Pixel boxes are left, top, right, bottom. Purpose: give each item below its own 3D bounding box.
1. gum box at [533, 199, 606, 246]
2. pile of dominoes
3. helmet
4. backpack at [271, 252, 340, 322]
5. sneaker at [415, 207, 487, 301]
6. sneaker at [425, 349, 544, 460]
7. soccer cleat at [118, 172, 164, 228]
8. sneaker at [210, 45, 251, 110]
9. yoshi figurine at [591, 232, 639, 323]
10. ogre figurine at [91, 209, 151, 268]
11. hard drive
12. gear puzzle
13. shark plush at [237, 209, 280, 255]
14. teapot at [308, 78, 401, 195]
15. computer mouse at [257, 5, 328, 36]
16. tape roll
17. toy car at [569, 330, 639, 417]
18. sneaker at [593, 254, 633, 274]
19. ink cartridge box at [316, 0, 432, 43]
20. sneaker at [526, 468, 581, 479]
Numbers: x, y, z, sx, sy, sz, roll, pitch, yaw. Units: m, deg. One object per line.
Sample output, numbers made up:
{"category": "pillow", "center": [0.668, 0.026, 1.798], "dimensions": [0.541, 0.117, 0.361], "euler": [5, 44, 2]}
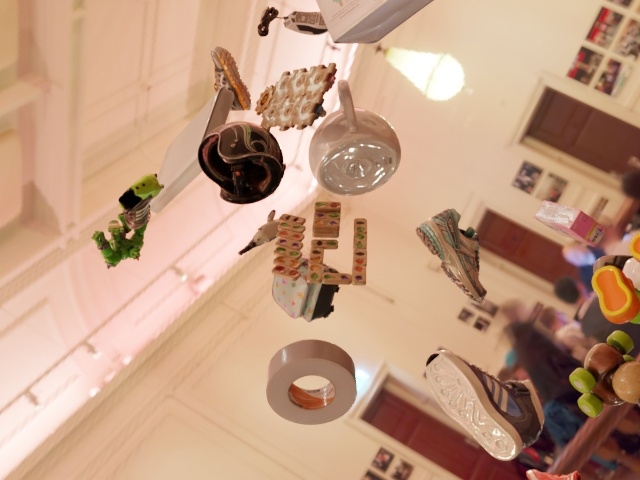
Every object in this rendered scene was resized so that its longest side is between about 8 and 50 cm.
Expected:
{"category": "gum box", "center": [0.702, -0.051, 2.181], "dimensions": [0.062, 0.107, 0.188], "euler": [-59, 22, 2]}
{"category": "pile of dominoes", "center": [0.000, 0.000, 1.603], "dimensions": [0.251, 0.196, 0.040], "euler": [-85, -5, -56]}
{"category": "helmet", "center": [-0.164, -0.169, 1.593], "dimensions": [0.170, 0.161, 0.169], "euler": [-13, -49, -16]}
{"category": "backpack", "center": [-0.055, 0.125, 2.165], "dimensions": [0.145, 0.188, 0.165], "euler": [-6, -59, -36]}
{"category": "sneaker", "center": [0.359, 0.038, 1.912], "dimensions": [0.122, 0.283, 0.110], "euler": [-39, 30, -1]}
{"category": "sneaker", "center": [0.431, 0.384, 1.957], "dimensions": [0.236, 0.322, 0.130], "euler": [-23, -22, -50]}
{"category": "soccer cleat", "center": [-0.355, -0.070, 1.462], "dimensions": [0.072, 0.060, 0.179], "euler": [-30, -10, -37]}
{"category": "sneaker", "center": [-0.271, -0.454, 2.197], "dimensions": [0.084, 0.083, 0.214], "euler": [-80, -26, -48]}
{"category": "yoshi figurine", "center": [0.636, 0.146, 1.329], "dimensions": [0.362, 0.204, 0.202], "euler": [32, -113, -36]}
{"category": "ogre figurine", "center": [-0.513, -0.006, 2.005], "dimensions": [0.197, 0.097, 0.118], "euler": [-74, -12, -59]}
{"category": "hard drive", "center": [-0.355, -0.235, 2.069], "dimensions": [0.353, 0.047, 0.233], "euler": [-31, 39, 51]}
{"category": "gear puzzle", "center": [-0.072, -0.338, 1.884], "dimensions": [0.339, 0.044, 0.175], "euler": [9, 75, 57]}
{"category": "shark plush", "center": [-0.138, -0.003, 1.947], "dimensions": [0.161, 0.073, 0.067], "euler": [-51, -1, -32]}
{"category": "teapot", "center": [0.076, -0.252, 1.959], "dimensions": [0.253, 0.187, 0.256], "euler": [19, -48, -37]}
{"category": "computer mouse", "center": [-0.055, -0.535, 1.904], "dimensions": [0.042, 0.193, 0.106], "euler": [92, -175, -48]}
{"category": "tape roll", "center": [-0.022, 0.344, 1.858], "dimensions": [0.072, 0.219, 0.219], "euler": [-91, 19, -57]}
{"category": "toy car", "center": [0.644, 0.301, 1.581], "dimensions": [0.155, 0.188, 0.149], "euler": [-39, -58, -18]}
{"category": "sneaker", "center": [0.661, 0.091, 1.579], "dimensions": [0.106, 0.268, 0.101], "euler": [-138, 68, -71]}
{"category": "ink cartridge box", "center": [0.085, -0.634, 1.536], "dimensions": [0.270, 0.395, 0.151], "euler": [-28, -7, 40]}
{"category": "sneaker", "center": [0.676, 0.694, 2.179], "dimensions": [0.128, 0.087, 0.221], "euler": [-28, 10, 1]}
